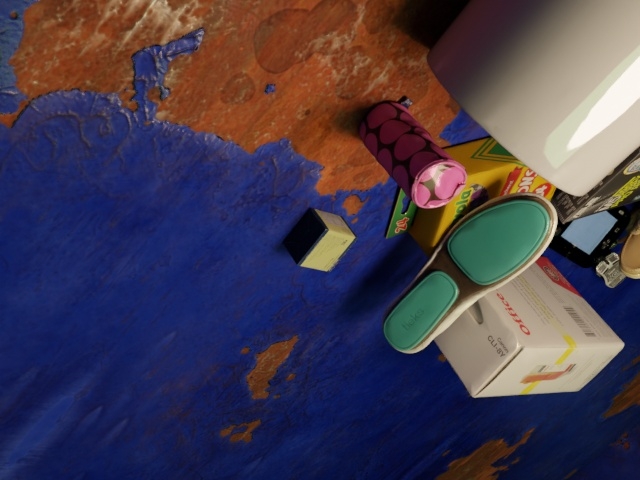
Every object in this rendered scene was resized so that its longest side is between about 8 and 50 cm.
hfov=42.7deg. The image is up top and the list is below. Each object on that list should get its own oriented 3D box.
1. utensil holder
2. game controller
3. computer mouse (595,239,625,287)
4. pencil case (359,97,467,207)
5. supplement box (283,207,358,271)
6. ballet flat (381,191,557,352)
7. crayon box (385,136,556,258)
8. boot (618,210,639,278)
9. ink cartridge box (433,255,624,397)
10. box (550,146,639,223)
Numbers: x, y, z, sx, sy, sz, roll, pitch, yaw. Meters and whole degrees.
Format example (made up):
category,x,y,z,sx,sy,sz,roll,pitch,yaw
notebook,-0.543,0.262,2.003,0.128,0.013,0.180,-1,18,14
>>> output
category,x,y,z,sx,sy,sz,roll,pitch,yaw
utensil holder,0.377,-0.299,1.093,0.328,0.327,0.385,15,126,-47
game controller,0.578,-0.035,1.783,0.166,0.067,0.319,-47,144,17
computer mouse,0.703,0.059,2.019,0.106,0.042,0.193,-43,139,5
pencil case,0.137,-0.127,1.195,0.098,0.209,0.095,21,115,-32
supplement box,0.000,0.000,1.366,0.083,0.056,0.083,14,123,-46
ballet flat,0.265,0.051,1.462,0.139,0.139,0.400,11,131,-45
crayon box,0.286,-0.084,1.476,0.319,0.081,0.202,-16,142,-23
boot,0.740,-0.060,1.815,0.262,0.095,0.203,-52,146,-12
ink cartridge box,0.399,0.166,1.695,0.385,0.279,0.160,7,129,-43
box,0.590,-0.141,1.537,0.216,0.060,0.270,-16,158,-24
